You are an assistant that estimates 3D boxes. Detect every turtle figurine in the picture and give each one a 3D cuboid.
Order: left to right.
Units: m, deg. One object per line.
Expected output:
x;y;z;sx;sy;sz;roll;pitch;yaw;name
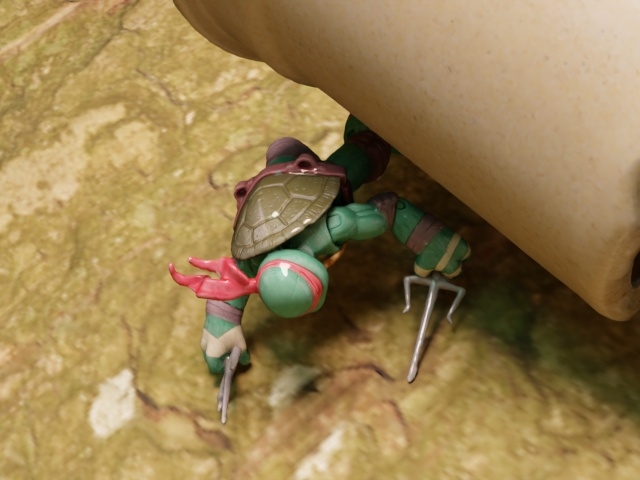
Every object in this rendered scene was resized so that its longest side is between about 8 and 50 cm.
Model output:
0.000;0.000;0.859;0.175;0.118;0.234;-12;33;18;turtle figurine

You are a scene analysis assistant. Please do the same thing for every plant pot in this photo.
0.132;-0.136;0.759;0.334;0.334;0.305;-34;63;-11;plant pot
